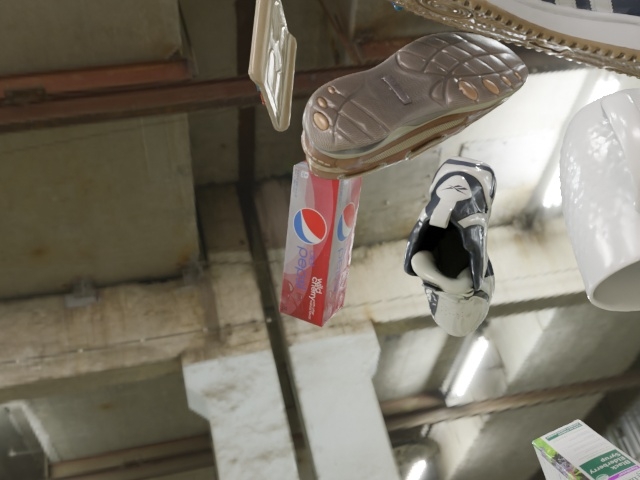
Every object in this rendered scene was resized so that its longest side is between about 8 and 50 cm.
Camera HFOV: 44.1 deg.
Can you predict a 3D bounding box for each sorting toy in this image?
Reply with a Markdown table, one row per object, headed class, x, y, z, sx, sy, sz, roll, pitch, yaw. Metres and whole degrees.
| class | x | y | z | sx | sy | sz | roll | pitch | yaw |
| --- | --- | --- | --- | --- | --- | --- | --- | --- | --- |
| sorting toy | -0.088 | -0.385 | 1.469 | 0.041 | 0.307 | 0.229 | 2 | -15 | 10 |

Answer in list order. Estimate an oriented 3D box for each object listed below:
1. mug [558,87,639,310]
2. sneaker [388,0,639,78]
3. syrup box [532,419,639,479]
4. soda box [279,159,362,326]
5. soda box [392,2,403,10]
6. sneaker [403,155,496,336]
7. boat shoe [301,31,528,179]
| class | x | y | z | sx | sy | sz | roll | pitch | yaw |
| --- | --- | --- | --- | --- | --- | --- | --- | --- | --- |
| mug | 0.533 | -0.099 | 1.318 | 0.276 | 0.328 | 0.374 | -18 | -28 | 19 |
| sneaker | 0.171 | -0.223 | 0.576 | 0.282 | 0.099 | 0.153 | 15 | -82 | -5 |
| syrup box | 0.433 | 0.376 | 1.222 | 0.093 | 0.096 | 0.237 | -24 | 11 | -6 |
| soda box | 0.000 | 0.000 | 1.271 | 0.092 | 0.083 | 0.263 | -37 | -42 | -56 |
| soda box | 0.160 | -0.359 | 0.916 | 0.210 | 0.067 | 0.071 | -28 | -32 | 2 |
| sneaker | 0.141 | 0.040 | 0.881 | 0.094 | 0.153 | 0.235 | 18 | -53 | 18 |
| boat shoe | 0.113 | -0.165 | 0.984 | 0.324 | 0.123 | 0.116 | -20 | -24 | -22 |
